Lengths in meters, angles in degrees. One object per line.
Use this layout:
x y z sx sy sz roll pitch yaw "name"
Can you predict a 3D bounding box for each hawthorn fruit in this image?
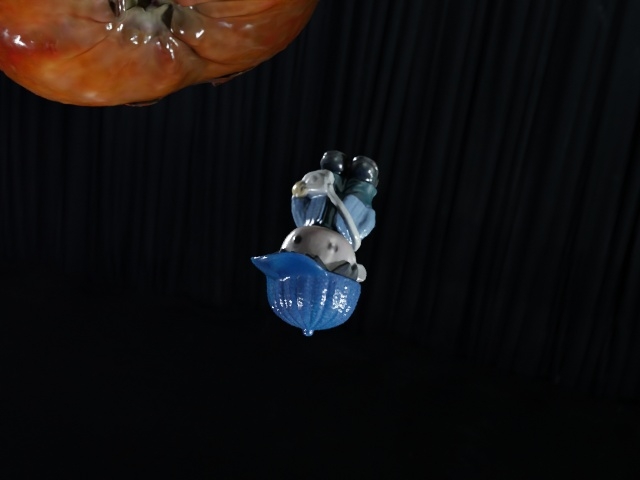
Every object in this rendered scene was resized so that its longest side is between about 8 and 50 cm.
-0.133 -0.247 0.779 0.276 0.276 0.307 -9 -118 -32 "hawthorn fruit"

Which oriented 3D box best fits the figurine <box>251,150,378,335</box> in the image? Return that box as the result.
0.000 0.000 0.983 0.086 0.087 0.149 13 -125 10 "figurine"
